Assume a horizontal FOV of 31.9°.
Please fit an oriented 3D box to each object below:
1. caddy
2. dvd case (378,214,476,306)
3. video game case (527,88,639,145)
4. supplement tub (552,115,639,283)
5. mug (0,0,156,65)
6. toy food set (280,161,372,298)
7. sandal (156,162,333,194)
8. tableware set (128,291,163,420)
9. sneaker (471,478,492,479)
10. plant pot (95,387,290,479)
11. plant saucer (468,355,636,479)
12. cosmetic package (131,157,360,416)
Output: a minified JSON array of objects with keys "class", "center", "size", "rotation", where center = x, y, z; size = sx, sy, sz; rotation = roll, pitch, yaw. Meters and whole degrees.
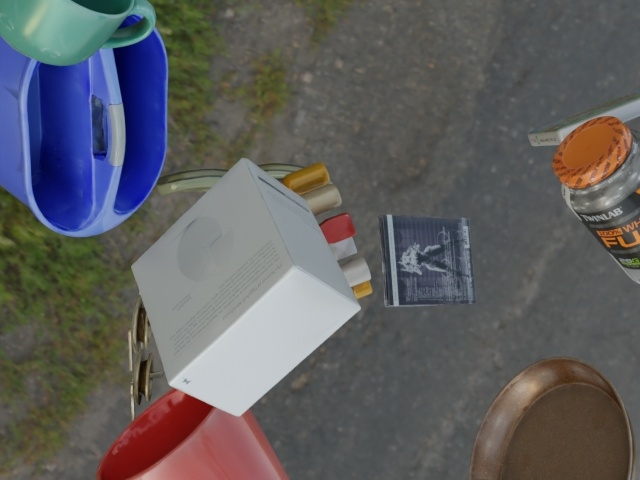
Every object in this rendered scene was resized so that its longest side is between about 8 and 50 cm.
[{"class":"caddy","center":[-0.330,-0.173,1.555],"size":[0.241,0.179,0.341],"rotation":[-25,130,-41]},{"class":"dvd case","center":[0.197,0.037,2.047],"size":[0.221,0.018,0.165],"rotation":[1,82,-39]},{"class":"video game case","center":[0.385,-0.170,1.440],"size":[0.212,0.193,0.023],"rotation":[-22,94,1]},{"class":"supplement tub","center":[0.353,-0.045,1.268],"size":[0.190,0.117,0.117],"rotation":[43,75,-27]},{"class":"mug","center":[-0.253,-0.227,1.095],"size":[0.097,0.157,0.129],"rotation":[-42,-165,30]},{"class":"toy food set","center":[0.000,0.000,1.801],"size":[0.104,0.111,0.232],"rotation":[-21,99,-6]},{"class":"sandal","center":[-0.128,-0.080,1.921],"size":[0.302,0.120,0.086],"rotation":[-3,85,-10]},{"class":"tableware set","center":[-0.261,0.167,1.694],"size":[0.128,0.039,0.194],"rotation":[-90,-176,-53]},{"class":"sneaker","center":[0.071,0.197,0.664],"size":[0.118,0.042,0.067],"rotation":[-37,123,-10]},{"class":"plant pot","center":[-0.181,0.383,1.798],"size":[0.275,0.275,0.243],"rotation":[-45,106,-24]},{"class":"plant saucer","center":[0.176,0.172,0.836],"size":[0.029,0.168,0.168],"rotation":[21,95,-30]},{"class":"cosmetic package","center":[-0.101,0.060,1.437],"size":[0.224,0.225,0.138],"rotation":[-42,132,15]}]
